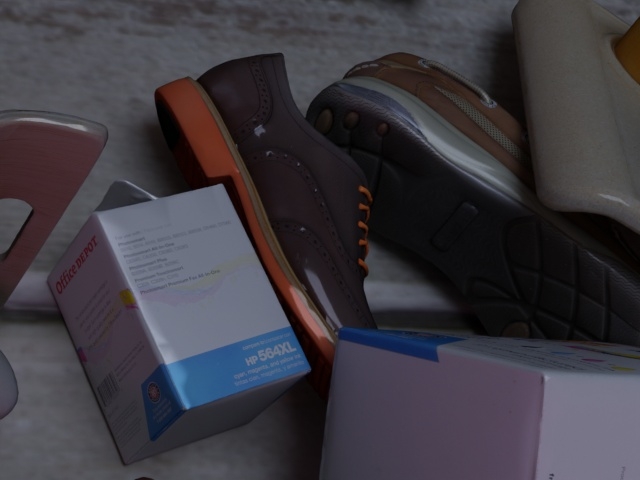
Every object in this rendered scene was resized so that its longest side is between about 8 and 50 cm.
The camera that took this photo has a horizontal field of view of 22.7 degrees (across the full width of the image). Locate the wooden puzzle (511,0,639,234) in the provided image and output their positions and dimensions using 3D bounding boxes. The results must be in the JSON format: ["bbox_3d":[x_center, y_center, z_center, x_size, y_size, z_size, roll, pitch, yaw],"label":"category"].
[{"bbox_3d":[0.305,-0.051,1.091,0.348,0.080,0.322,25,30,-12],"label":"wooden puzzle"}]

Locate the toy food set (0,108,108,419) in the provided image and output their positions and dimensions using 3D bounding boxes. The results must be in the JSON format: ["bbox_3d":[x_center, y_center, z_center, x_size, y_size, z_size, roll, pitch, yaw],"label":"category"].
[{"bbox_3d":[-0.200,0.105,0.743,0.092,0.220,0.306,29,53,-12],"label":"toy food set"}]

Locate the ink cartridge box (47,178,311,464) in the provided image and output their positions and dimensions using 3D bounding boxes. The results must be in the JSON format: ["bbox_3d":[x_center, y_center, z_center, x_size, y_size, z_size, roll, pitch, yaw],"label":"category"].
[{"bbox_3d":[-0.088,0.039,0.923,0.090,0.092,0.143,-15,72,-35],"label":"ink cartridge box"}]

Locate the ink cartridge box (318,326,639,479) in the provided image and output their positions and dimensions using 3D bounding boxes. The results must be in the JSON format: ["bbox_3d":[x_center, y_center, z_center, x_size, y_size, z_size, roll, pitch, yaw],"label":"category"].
[{"bbox_3d":[0.140,0.144,0.890,0.233,0.171,0.168,6,91,-37],"label":"ink cartridge box"}]

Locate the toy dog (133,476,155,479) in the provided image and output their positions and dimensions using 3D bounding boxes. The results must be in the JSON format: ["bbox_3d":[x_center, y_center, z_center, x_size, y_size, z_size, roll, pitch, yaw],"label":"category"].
[{"bbox_3d":[-0.024,0.233,0.744,0.334,0.161,0.220,23,35,19],"label":"toy dog"}]

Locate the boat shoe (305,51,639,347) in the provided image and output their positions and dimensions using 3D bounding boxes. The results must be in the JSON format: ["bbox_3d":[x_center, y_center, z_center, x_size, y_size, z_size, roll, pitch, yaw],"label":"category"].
[{"bbox_3d":[0.141,-0.013,1.065,0.324,0.123,0.116,42,45,-3],"label":"boat shoe"}]

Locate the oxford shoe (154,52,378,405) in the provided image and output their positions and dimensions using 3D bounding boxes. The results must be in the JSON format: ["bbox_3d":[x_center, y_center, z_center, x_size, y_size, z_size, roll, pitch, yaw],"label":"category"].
[{"bbox_3d":[0.000,0.000,0.976,0.098,0.097,0.271,-27,78,-14],"label":"oxford shoe"}]
